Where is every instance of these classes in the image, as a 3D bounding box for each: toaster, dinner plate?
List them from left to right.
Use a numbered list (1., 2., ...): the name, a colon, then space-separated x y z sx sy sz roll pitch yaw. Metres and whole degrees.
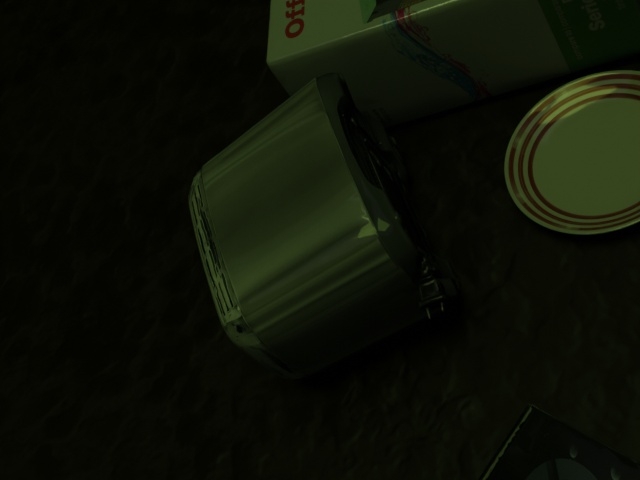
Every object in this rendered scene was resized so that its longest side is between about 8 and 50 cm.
1. toaster: 0.000 0.000 0.765 0.146 0.129 0.227 -32 51 14
2. dinner plate: 0.201 -0.062 0.756 0.141 0.017 0.141 -15 54 21

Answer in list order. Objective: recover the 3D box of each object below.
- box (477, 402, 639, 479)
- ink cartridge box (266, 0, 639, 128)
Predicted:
1. box: 0.156 0.200 0.570 0.180 0.077 0.147 27 76 40
2. ink cartridge box: 0.103 -0.219 0.850 0.278 0.117 0.201 -14 54 23
